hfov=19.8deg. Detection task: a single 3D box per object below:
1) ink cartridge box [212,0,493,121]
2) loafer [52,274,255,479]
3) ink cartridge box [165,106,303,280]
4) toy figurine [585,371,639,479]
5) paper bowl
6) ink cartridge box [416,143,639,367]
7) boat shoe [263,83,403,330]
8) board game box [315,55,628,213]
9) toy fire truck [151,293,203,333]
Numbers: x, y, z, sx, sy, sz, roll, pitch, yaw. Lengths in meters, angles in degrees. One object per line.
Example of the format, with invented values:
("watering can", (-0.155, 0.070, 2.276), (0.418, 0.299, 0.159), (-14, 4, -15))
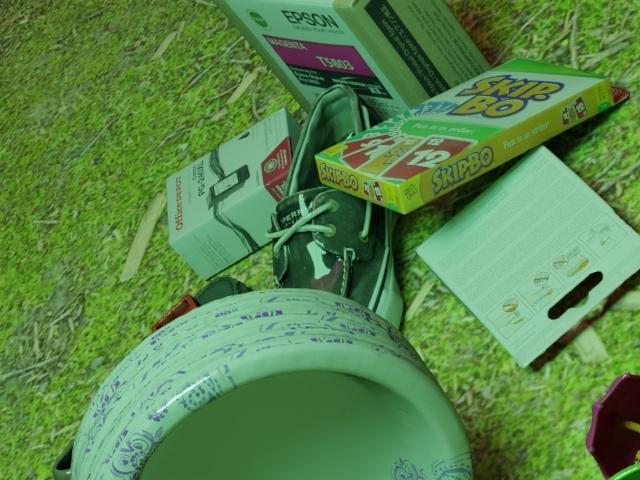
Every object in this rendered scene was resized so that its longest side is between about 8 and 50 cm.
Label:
("ink cartridge box", (0.030, -0.194, 1.740), (0.234, 0.193, 0.088), (16, 64, 52))
("loafer", (-0.145, 0.133, 1.654), (0.096, 0.084, 0.267), (3, 55, 47))
("ink cartridge box", (-0.076, -0.045, 1.798), (0.150, 0.063, 0.109), (-30, 36, 17))
("toy figurine", (0.248, 0.148, 1.247), (0.173, 0.130, 0.159), (-12, 30, 5))
("paper bowl", (-0.042, 0.166, 1.342), (0.284, 0.284, 0.148), (-40, 31, 4))
("ink cartridge box", (0.181, 0.017, 1.510), (0.145, 0.045, 0.179), (-41, 45, 1))
("boat shoe", (0.000, 0.000, 1.624), (0.121, 0.119, 0.335), (-22, 39, 27))
("board game box", (0.134, -0.099, 1.586), (0.259, 0.039, 0.124), (-25, 27, -27))
("toy fire truck", (-0.060, 0.134, 1.524), (0.047, 0.135, 0.192), (-43, 34, -1))
